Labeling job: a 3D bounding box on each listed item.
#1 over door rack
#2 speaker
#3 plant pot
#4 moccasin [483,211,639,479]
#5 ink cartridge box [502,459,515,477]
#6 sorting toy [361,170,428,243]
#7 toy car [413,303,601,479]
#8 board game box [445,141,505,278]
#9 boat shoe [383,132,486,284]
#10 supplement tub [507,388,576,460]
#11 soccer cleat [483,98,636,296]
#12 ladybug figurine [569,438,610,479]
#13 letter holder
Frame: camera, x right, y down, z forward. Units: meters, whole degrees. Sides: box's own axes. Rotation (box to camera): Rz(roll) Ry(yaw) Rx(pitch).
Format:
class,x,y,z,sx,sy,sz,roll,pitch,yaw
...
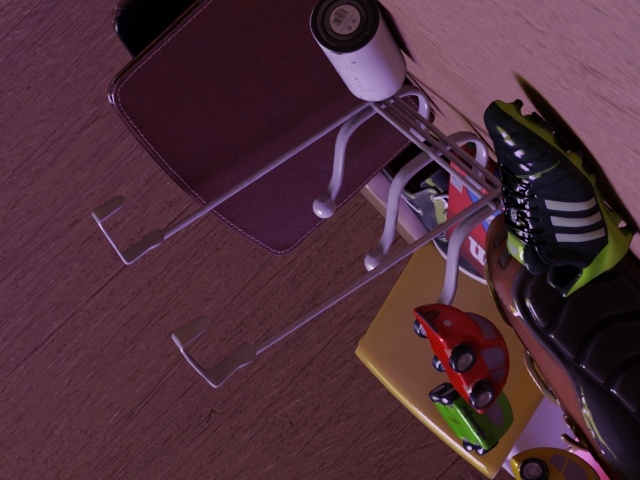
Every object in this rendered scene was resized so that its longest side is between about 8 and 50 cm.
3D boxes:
class,x,y,z,sx,sy,sz,roll,pitch,yaw
over door rack,0.000,0.000,1.378,0.239,0.324,0.108,46,155,54
speaker,0.032,-0.153,1.308,0.055,0.055,0.136,46,-179,17
plant pot,0.152,0.102,1.740,0.187,0.212,0.212,32,180,3
moccasin,0.250,0.131,1.300,0.380,0.139,0.147,46,-178,-17
ink cartridge box,0.227,0.272,2.105,0.145,0.045,0.179,35,161,56
sorting toy,0.116,-0.056,1.975,0.257,0.089,0.255,46,180,-29
toy car,0.142,0.139,1.336,0.239,0.053,0.225,56,172,-5
board game box,0.214,0.046,1.479,0.281,0.027,0.145,46,160,26
boat shoe,0.130,-0.039,1.643,0.233,0.084,0.079,49,-179,33
supplement tub,0.210,0.164,1.963,0.144,0.144,0.199,45,172,-38
soccer cleat,0.142,-0.022,1.042,0.060,0.072,0.179,46,-179,44
ladybug figurine,0.345,0.252,2.121,0.449,0.162,0.305,45,170,16
letter holder,-0.074,-0.151,1.492,0.152,0.214,0.302,47,-178,42
